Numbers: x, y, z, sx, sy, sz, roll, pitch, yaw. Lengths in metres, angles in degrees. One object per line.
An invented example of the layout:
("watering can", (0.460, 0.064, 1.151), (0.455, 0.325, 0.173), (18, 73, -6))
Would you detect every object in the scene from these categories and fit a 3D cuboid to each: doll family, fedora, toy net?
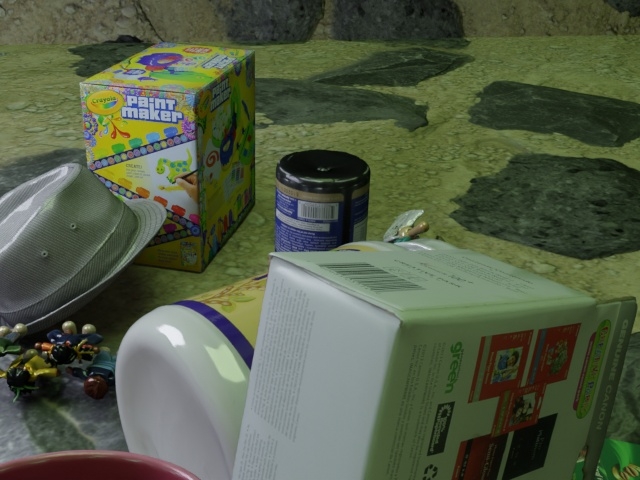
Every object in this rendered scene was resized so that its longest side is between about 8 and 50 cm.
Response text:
("doll family", (-0.304, 0.139, 0.940), (0.193, 0.076, 0.111), (-5, 7, -4))
("fedora", (-0.350, -0.008, 1.073), (0.275, 0.124, 0.244), (-44, 34, -19))
("toy net", (0.126, 0.017, 1.262), (0.122, 0.045, 0.232), (-37, 12, 12))

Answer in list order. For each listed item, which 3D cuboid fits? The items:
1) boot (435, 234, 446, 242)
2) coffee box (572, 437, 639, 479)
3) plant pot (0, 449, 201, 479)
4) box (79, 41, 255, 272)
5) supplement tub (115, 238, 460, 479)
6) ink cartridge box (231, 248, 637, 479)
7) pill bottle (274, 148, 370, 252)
("boot", (0.211, 0.031, 1.259), (0.087, 0.042, 0.118), (12, 28, 7))
("coffee box", (0.312, 0.246, 0.805), (0.184, 0.040, 0.113), (10, 26, 16))
("plant pot", (-0.167, 0.263, 0.542), (0.201, 0.180, 0.201), (4, 13, -1))
("box", (-0.224, -0.144, 1.309), (0.177, 0.279, 0.290), (8, 25, 11))
("supplement tub", (0.004, 0.136, 0.783), (0.331, 0.241, 0.241), (-18, 32, -36))
("ink cartridge box", (0.079, 0.170, 0.603), (0.272, 0.309, 0.130), (0, 16, -41))
("pill bottle", (0.000, 0.000, 1.091), (0.123, 0.219, 0.123), (2, 25, -1))
